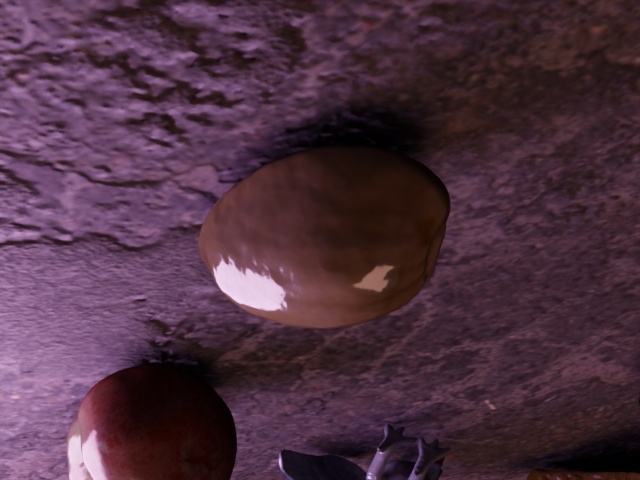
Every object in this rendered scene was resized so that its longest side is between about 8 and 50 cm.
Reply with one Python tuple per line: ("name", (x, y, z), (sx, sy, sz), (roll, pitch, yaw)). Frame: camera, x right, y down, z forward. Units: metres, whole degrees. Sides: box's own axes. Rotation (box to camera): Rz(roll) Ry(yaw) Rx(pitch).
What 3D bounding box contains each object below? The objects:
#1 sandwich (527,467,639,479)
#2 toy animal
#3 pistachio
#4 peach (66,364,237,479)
("sandwich", (0.404, 0.323, 1.380), (0.254, 0.099, 0.288), (26, 157, -39))
("toy animal", (0.081, 0.277, 1.249), (0.255, 0.239, 0.176), (-35, 144, -46))
("pistachio", (0.000, 0.000, 0.764), (0.186, 0.108, 0.126), (-19, 124, 37))
("peach", (-0.144, 0.174, 1.048), (0.152, 0.152, 0.152), (-5, 152, -3))
